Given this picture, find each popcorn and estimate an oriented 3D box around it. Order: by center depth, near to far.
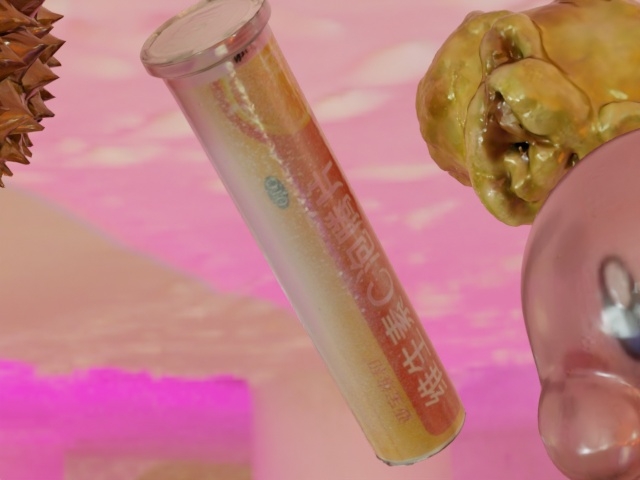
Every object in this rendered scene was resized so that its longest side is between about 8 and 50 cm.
[{"bbox_3d":[0.186,-0.098,1.299,0.226,0.203,0.200,9,145,9],"label":"popcorn"}]

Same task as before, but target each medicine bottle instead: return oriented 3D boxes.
[{"bbox_3d":[0.000,0.000,1.297,0.108,0.108,0.426,-11,123,30],"label":"medicine bottle"}]

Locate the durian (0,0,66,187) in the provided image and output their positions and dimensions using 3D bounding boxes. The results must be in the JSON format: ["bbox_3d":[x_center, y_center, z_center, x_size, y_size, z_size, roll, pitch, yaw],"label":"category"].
[{"bbox_3d":[-0.327,-0.167,1.053,0.347,0.384,0.348,5,141,4],"label":"durian"}]

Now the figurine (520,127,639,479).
[{"bbox_3d":[0.240,0.028,1.031,0.269,0.211,0.261,-18,177,21],"label":"figurine"}]
